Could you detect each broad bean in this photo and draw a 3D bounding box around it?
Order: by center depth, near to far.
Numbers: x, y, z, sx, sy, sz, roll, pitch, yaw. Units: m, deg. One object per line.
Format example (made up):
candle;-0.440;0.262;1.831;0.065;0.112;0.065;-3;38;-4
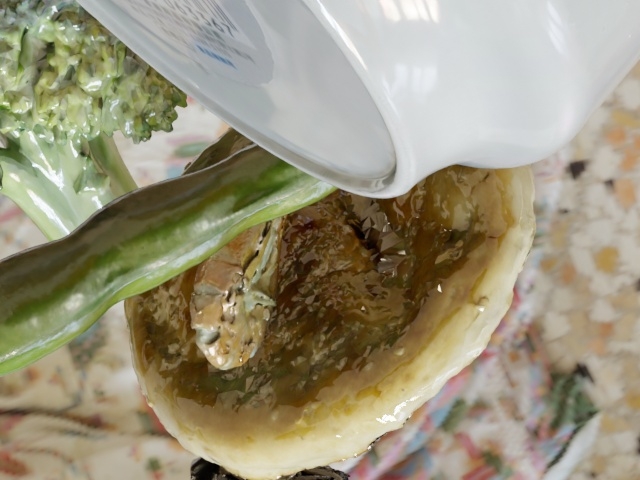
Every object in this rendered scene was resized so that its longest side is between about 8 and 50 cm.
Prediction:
broad bean;-0.086;0.004;0.834;0.060;0.297;0.043;32;146;54

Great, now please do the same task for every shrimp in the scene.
shrimp;-0.051;0.005;1.315;0.043;0.091;0.184;5;71;32

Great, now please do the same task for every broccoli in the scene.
broccoli;-0.228;-0.118;1.485;0.302;0.375;0.249;48;145;-15

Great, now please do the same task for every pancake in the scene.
pancake;0.000;0.001;1.416;0.387;0.082;0.387;-21;46;23

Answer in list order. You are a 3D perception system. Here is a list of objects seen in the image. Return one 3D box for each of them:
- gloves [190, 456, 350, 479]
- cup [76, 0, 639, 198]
gloves;-0.011;0.216;1.493;0.181;0.129;0.106;-9;95;-1
cup;0.023;-0.221;0.485;0.323;0.237;0.327;42;81;-3
